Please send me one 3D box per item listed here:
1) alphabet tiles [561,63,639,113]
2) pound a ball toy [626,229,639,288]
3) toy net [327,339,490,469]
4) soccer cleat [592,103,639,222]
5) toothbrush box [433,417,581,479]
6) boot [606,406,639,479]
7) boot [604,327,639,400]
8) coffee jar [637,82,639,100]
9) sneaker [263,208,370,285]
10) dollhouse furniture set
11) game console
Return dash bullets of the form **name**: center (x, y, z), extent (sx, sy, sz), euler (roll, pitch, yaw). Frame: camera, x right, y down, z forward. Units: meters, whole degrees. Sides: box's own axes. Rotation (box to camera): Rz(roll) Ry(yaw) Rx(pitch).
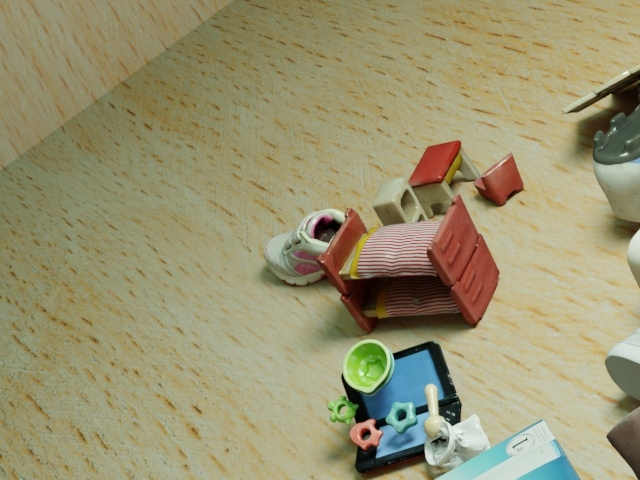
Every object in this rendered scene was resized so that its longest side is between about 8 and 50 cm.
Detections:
- **alphabet tiles**: center (0.518, -0.274, 1.920), extent (0.342, 0.011, 0.285), euler (-29, -3, 18)
- **pound a ball toy**: center (0.514, 0.003, 1.539), extent (0.208, 0.136, 0.319), euler (-40, 30, -15)
- **toy net**: center (0.105, 0.223, 1.613), extent (0.232, 0.045, 0.122), euler (34, 84, 37)
- **soccer cleat**: center (0.494, -0.152, 1.801), extent (0.331, 0.143, 0.116), euler (-38, 32, -25)
- **toothbrush box**: center (0.161, 0.353, 1.346), extent (0.295, 0.126, 0.216), euler (-30, 29, 5)
- **boot**: center (0.426, 0.207, 1.284), extent (0.248, 0.090, 0.207), euler (-35, 53, 13)
- **boot**: center (0.444, 0.141, 1.437), extent (0.123, 0.095, 0.258), euler (-37, 34, -21)
- **coffee jar**: center (0.567, -0.236, 1.915), extent (0.184, 0.079, 0.096), euler (-31, 34, 2)
- **sneaker**: center (0.000, 0.000, 2.060), extent (0.252, 0.111, 0.103), euler (-1, 41, 43)
- **dollhouse furniture set**: center (0.173, -0.045, 1.921), extent (0.201, 0.152, 0.374), euler (-8, 36, 36)
- **game console**: center (0.098, 0.213, 1.661), extent (0.144, 0.085, 0.124), euler (-21, 26, 19)
